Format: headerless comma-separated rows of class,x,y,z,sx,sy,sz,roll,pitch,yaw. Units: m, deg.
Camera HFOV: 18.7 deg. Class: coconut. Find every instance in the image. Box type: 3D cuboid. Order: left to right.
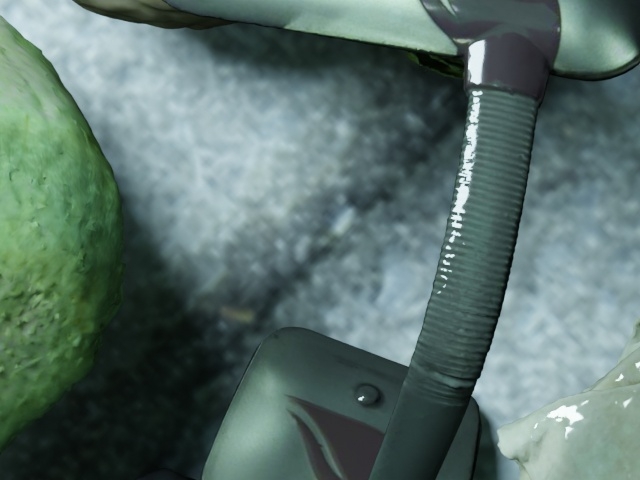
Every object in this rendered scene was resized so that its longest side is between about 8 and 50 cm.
coconut,-0.202,0.001,0.829,0.204,0.236,0.236,-5,89,-33

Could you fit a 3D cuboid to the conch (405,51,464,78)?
conch,0.067,-0.115,0.869,0.121,0.074,0.089,-35,88,-37

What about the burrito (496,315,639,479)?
burrito,0.254,0.016,0.856,0.392,0.076,0.117,-35,79,1

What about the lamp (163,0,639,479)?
lamp,-0.001,0.002,0.794,0.203,0.124,0.283,18,126,2

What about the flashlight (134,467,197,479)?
flashlight,0.044,0.278,0.860,0.103,0.103,0.424,-40,86,2

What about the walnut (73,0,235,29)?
walnut,-0.035,-0.183,0.835,0.230,0.178,0.178,-24,88,-7
